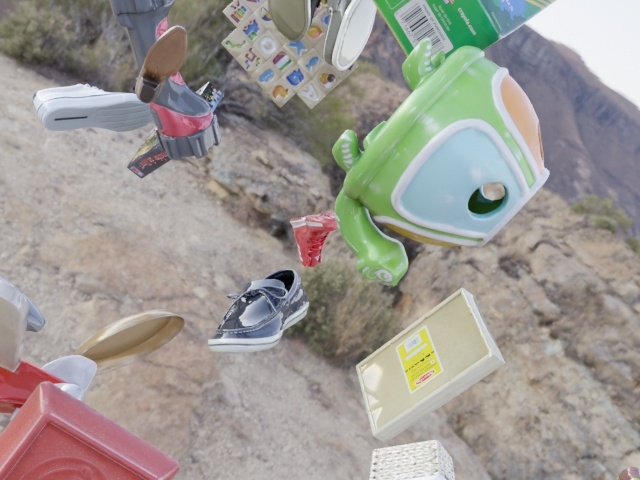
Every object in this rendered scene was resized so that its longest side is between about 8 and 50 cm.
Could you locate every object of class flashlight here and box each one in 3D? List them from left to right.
[{"bbox_3d":[-0.229,-0.272,1.043,0.103,0.304,0.103,-2,39,6],"label":"flashlight"}]

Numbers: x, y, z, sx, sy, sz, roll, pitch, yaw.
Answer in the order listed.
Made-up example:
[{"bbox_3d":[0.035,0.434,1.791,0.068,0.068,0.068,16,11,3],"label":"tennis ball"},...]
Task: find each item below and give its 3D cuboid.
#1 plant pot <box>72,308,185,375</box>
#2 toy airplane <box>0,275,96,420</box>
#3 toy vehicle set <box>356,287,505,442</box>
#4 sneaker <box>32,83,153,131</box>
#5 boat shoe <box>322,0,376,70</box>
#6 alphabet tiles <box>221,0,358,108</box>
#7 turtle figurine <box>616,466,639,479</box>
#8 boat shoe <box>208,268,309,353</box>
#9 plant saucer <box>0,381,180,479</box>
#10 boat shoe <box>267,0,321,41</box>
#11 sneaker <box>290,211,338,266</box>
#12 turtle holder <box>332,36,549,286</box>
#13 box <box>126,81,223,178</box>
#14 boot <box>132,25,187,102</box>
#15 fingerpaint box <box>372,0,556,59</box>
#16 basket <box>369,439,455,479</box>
[{"bbox_3d":[-0.379,0.195,1.341,0.032,0.236,0.236,60,23,17],"label":"plant pot"},{"bbox_3d":[-0.557,0.180,1.121,0.384,0.386,0.272,60,21,-55],"label":"toy airplane"},{"bbox_3d":[0.186,0.222,1.231,0.035,0.267,0.166,36,25,-32],"label":"toy vehicle set"},{"bbox_3d":[-0.467,-0.287,1.436,0.258,0.094,0.091,-8,55,-44],"label":"sneaker"},{"bbox_3d":[0.062,-0.494,1.383,0.091,0.305,0.109,21,5,24],"label":"boat shoe"},{"bbox_3d":[-0.077,-0.526,1.794,0.342,0.285,0.011,47,2,-3],"label":"alphabet tiles"},{"bbox_3d":[0.660,0.557,1.370,0.270,0.087,0.217,-5,31,12],"label":"turtle figurine"},{"bbox_3d":[-0.167,0.190,1.889,0.187,0.156,0.500,-4,10,20],"label":"boat shoe"},{"bbox_3d":[-0.385,0.387,1.027,0.259,0.258,0.048,39,-9,-18],"label":"plant saucer"},{"bbox_3d":[-0.042,-0.585,1.567,0.127,0.113,0.340,38,-17,11],"label":"boat shoe"},{"bbox_3d":[0.000,0.000,1.687,0.087,0.128,0.221,-14,6,-18],"label":"sneaker"},{"bbox_3d":[0.149,-0.089,0.914,0.227,0.320,0.243,42,-2,5],"label":"turtle holder"},{"bbox_3d":[-0.320,-0.238,1.505,0.044,0.233,0.159,41,54,-25],"label":"box"},{"bbox_3d":[-0.201,-0.225,0.865,0.042,0.118,0.087,29,21,-22],"label":"boot"},{"bbox_3d":[0.194,-0.525,1.102,0.371,0.163,0.444,-39,99,-43],"label":"fingerpaint box"},{"bbox_3d":[0.196,0.498,1.452,0.113,0.167,0.103,55,29,-38],"label":"basket"}]
